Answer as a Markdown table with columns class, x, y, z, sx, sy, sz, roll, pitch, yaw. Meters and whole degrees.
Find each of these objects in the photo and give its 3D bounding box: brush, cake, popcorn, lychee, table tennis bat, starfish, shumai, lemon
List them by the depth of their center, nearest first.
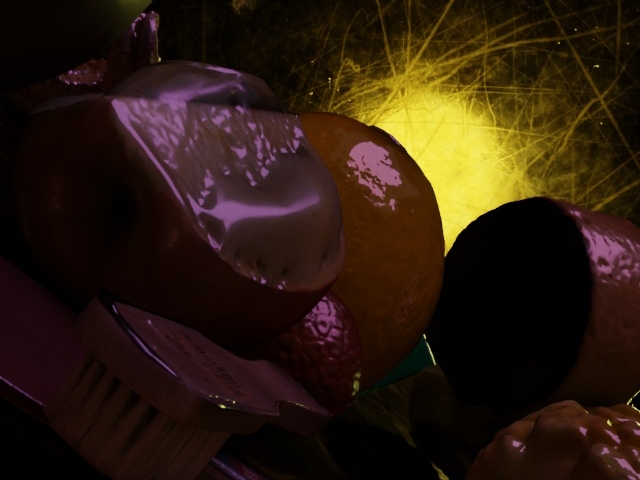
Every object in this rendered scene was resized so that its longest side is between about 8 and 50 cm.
| class | x | y | z | sx | sy | sz | roll | pitch | yaw |
| --- | --- | --- | --- | --- | --- | --- | --- | --- | --- |
| brush | -0.055 | 0.085 | 0.639 | 0.070 | 0.065 | 0.327 | 41 | 0 | 14 |
| table tennis bat | -0.122 | 0.068 | 0.650 | 0.274 | 0.021 | 0.154 | 39 | 7 | -19 |
| popcorn | 0.190 | 0.221 | 0.849 | 0.235 | 0.217 | 0.181 | 49 | 33 | 16 |
| lychee | -0.024 | 0.073 | 0.921 | 0.114 | 0.101 | 0.140 | -11 | 22 | -33 |
| lemon | 0.000 | 0.000 | 1.112 | 0.240 | 0.219 | 0.240 | 37 | 5 | -4 |
| cake | 0.220 | 0.068 | 1.121 | 0.178 | 0.207 | 0.185 | 19 | 60 | -39 |
| shumai | 0.178 | 0.197 | 1.214 | 0.218 | 0.184 | 0.185 | 7 | 33 | 13 |
| starfish | -0.162 | -0.137 | 1.259 | 0.312 | 0.113 | 0.303 | 11 | -4 | 29 |

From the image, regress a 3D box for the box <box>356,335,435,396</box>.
| class | x | y | z | sx | sy | sz | roll | pitch | yaw |
| --- | --- | --- | --- | --- | --- | --- | --- | --- | --- |
| box | 0.029 | 0.022 | 1.343 | 0.153 | 0.092 | 0.245 | -109 | 179 | -80 |

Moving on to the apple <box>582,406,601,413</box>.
| class | x | y | z | sx | sy | sz | roll | pitch | yaw |
| --- | --- | --- | --- | --- | --- | --- | --- | --- | --- |
| apple | 0.221 | 0.221 | 1.036 | 0.196 | 0.196 | 0.157 | 38 | 35 | -45 |

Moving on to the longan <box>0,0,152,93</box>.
| class | x | y | z | sx | sy | sz | roll | pitch | yaw |
| --- | --- | --- | --- | --- | --- | --- | --- | --- | --- |
| longan | -0.219 | -0.242 | 0.728 | 0.361 | 0.361 | 0.361 | 42 | 4 | -4 |

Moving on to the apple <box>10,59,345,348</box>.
| class | x | y | z | sx | sy | sz | roll | pitch | yaw |
| --- | --- | --- | --- | --- | --- | --- | --- | --- | --- |
| apple | -0.092 | -0.019 | 0.798 | 0.207 | 0.174 | 0.188 | 45 | 35 | 21 |
